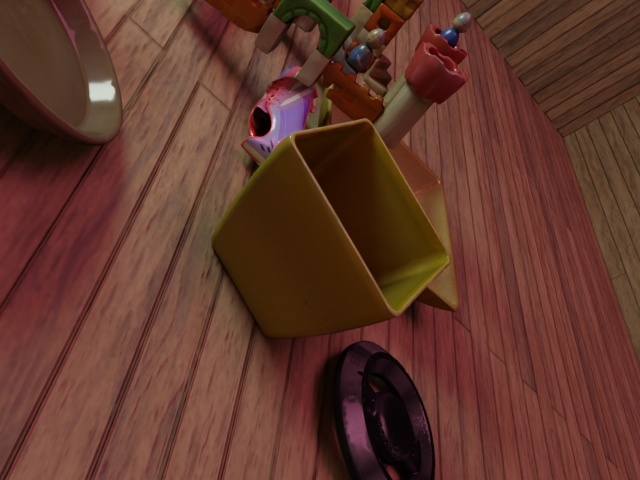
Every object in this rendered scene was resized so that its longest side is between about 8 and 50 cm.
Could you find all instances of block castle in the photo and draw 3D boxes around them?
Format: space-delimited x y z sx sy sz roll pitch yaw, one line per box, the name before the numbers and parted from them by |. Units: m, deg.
block castle | 0.032 -0.385 0.971 0.453 0.213 0.303 38 28 -5

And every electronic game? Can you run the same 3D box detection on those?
electronic game | 0.084 0.240 0.781 0.229 0.048 0.229 42 35 -40

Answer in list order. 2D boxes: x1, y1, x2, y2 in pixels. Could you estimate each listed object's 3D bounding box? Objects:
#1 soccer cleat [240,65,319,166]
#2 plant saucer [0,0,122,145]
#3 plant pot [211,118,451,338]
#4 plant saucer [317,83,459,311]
soccer cleat | -0.062 -0.199 0.925 0.095 0.083 0.248 32 43 -30
plant saucer | -0.279 -0.213 0.571 0.278 0.041 0.278 -21 90 -83
plant pot | 0.000 0.000 0.734 0.212 0.187 0.212 60 31 1
plant saucer | 0.096 -0.069 1.034 0.333 0.081 0.333 38 36 -30
